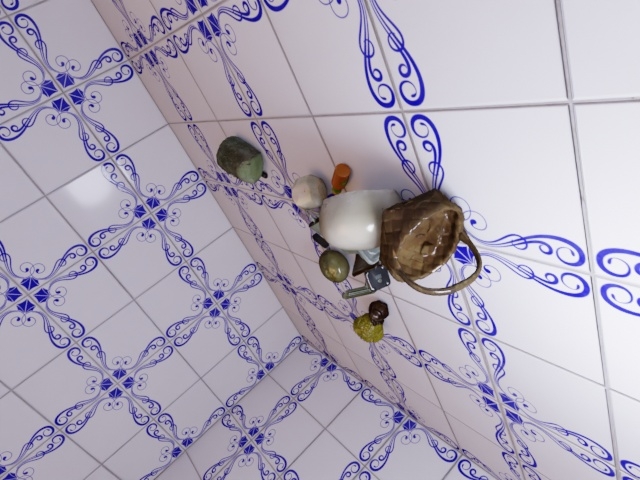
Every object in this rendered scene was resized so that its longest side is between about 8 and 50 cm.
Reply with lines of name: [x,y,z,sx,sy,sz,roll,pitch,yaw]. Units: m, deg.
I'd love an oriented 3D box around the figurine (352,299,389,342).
figurine: [0.305,0.433,2.414,0.187,0.168,0.315,53,152,25]

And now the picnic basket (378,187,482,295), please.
picnic basket: [0.365,0.042,1.392,0.337,0.293,0.337,59,164,30]

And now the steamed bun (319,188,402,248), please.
steamed bun: [0.157,-0.068,1.596,0.324,0.324,0.206,167,97,-66]

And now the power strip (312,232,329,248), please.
power strip: [0.000,0.000,2.417,0.111,0.038,0.029,37,154,29]

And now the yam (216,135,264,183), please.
yam: [-0.441,-0.437,2.385,0.271,0.201,0.202,29,151,31]

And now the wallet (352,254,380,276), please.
wallet: [0.218,0.086,2.016,0.039,0.133,0.243,15,159,-16]

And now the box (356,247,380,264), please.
box: [0.197,-0.024,1.834,0.227,0.162,0.130,53,169,-7]

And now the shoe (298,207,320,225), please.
shoe: [-0.035,-0.137,2.197,0.137,0.095,0.245,44,161,8]

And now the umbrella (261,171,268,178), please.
umbrella: [-0.349,-0.393,2.477,0.133,0.031,0.036,33,127,38]

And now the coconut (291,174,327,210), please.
coconut: [-0.058,-0.219,1.984,0.162,0.161,0.161,-13,122,24]

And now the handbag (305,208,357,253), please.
handbag: [0.055,-0.043,1.985,0.315,0.109,0.241,27,164,-20]

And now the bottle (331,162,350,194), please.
bottle: [0.080,-0.249,1.818,0.069,0.069,0.187,46,160,11]

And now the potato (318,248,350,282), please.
potato: [0.072,0.138,2.352,0.235,0.160,0.178,-135,42,-53]

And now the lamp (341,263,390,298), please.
lamp: [0.214,0.213,2.140,0.283,0.203,0.125,123,126,-72]
